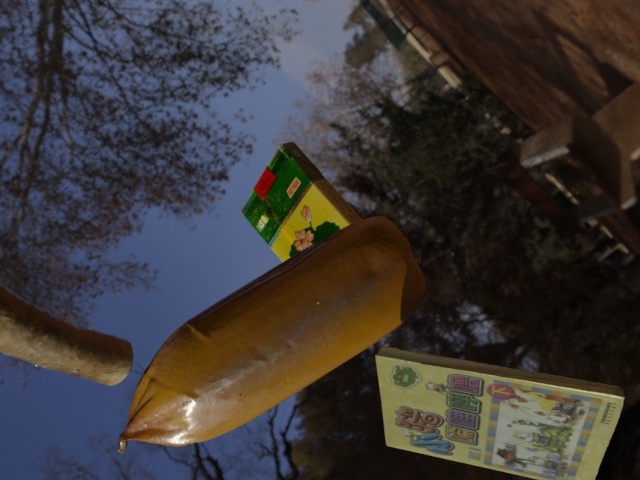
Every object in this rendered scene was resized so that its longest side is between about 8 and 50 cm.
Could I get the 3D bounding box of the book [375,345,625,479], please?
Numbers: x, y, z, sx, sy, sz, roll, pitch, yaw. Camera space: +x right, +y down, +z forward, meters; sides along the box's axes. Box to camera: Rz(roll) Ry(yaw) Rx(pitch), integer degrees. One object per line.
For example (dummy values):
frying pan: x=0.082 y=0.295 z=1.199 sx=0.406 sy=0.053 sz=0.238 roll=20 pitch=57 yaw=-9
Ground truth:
book: x=0.147 y=0.157 z=0.595 sx=0.167 sy=0.193 sz=0.013 roll=80 pitch=-157 yaw=-47

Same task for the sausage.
sausage: x=-0.050 y=0.093 z=0.637 sx=0.112 sy=0.328 sz=0.112 roll=56 pitch=168 yaw=17

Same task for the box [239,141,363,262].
box: x=0.000 y=0.000 z=0.889 sx=0.235 sy=0.132 sz=0.034 roll=48 pitch=-140 yaw=16

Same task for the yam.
yam: x=-0.353 y=0.101 z=0.821 sx=0.357 sy=0.081 sz=0.081 roll=41 pitch=-162 yaw=-53
